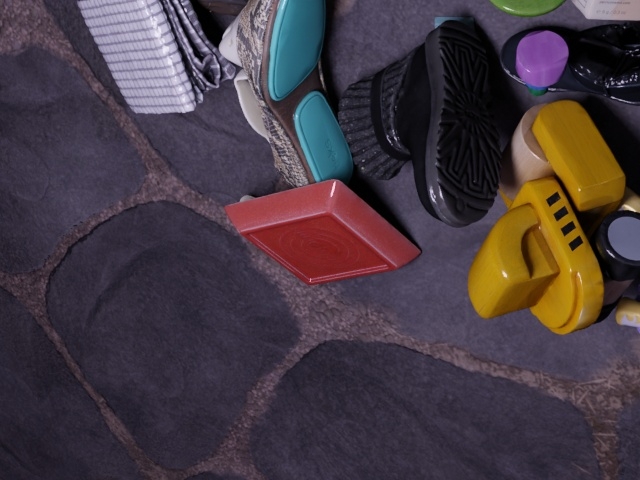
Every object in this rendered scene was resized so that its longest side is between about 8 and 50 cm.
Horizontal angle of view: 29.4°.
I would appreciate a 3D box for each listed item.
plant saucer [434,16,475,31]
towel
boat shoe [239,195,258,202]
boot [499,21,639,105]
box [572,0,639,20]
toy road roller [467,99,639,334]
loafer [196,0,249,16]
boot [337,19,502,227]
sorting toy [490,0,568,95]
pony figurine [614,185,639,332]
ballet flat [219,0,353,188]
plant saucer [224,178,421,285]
[{"bbox_3d":[0.218,-0.258,1.922,0.067,0.018,0.192,7,121,29],"label":"plant saucer"},{"bbox_3d":[-0.281,-0.344,2.074,0.284,0.121,0.235,7,125,59],"label":"towel"},{"bbox_3d":[-0.090,-0.037,2.249,0.137,0.049,0.043,33,174,7],"label":"boat shoe"},{"bbox_3d":[0.358,-0.258,1.699,0.246,0.207,0.094,18,91,18],"label":"boot"},{"bbox_3d":[0.408,-0.452,1.563,0.121,0.148,0.311,-1,130,-14],"label":"box"},{"bbox_3d":[0.316,-0.022,1.780,0.202,0.241,0.329,110,142,-59],"label":"toy road roller"},{"bbox_3d":[-0.108,-0.401,2.010,0.220,0.080,0.078,15,164,19],"label":"loafer"},{"bbox_3d":[0.142,-0.140,1.858,0.131,0.348,0.260,23,145,-30],"label":"boot"},{"bbox_3d":[0.275,-0.352,1.665,0.127,0.365,0.126,-6,156,2],"label":"sorting toy"},{"bbox_3d":[0.608,0.085,1.757,0.363,0.303,0.351,14,118,43],"label":"pony figurine"},{"bbox_3d":[-0.070,-0.258,1.967,0.182,0.164,0.482,23,147,29],"label":"ballet flat"},{"bbox_3d":[0.000,0.000,2.125,0.259,0.047,0.258,-11,144,38],"label":"plant saucer"}]
